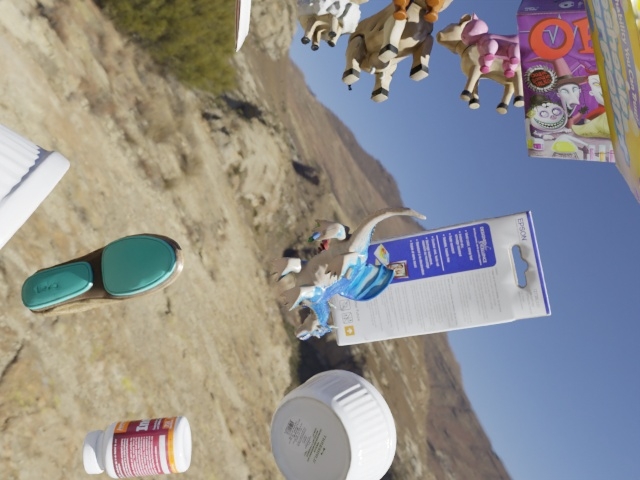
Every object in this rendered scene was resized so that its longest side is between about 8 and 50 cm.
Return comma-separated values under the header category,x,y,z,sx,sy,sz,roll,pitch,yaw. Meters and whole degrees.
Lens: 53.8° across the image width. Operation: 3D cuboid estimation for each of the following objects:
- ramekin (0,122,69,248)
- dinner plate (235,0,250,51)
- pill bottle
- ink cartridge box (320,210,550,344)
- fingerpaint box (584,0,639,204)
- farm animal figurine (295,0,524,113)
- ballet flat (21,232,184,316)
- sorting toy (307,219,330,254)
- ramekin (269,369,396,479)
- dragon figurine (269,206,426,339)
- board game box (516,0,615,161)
category,x,y,z,sx,sy,sz,roll,pitch,yaw
ramekin,-0.394,-0.018,0.640,0.127,0.273,0.273,43,7,-21
dinner plate,-0.106,-0.331,0.867,0.141,0.017,0.141,-179,-90,-80
pill bottle,-0.284,0.323,0.985,0.086,0.152,0.086,175,-90,-88
ink cartridge box,0.192,0.070,1.100,0.069,0.371,0.175,1,79,-68
fingerpaint box,0.348,-0.257,0.374,0.163,0.371,0.444,-77,146,-58
farm animal figurine,0.172,-0.343,1.029,0.330,0.327,0.172,33,60,-45
ballet flat,-0.363,0.070,1.120,0.124,0.343,0.116,29,46,-64
sorting toy,0.000,0.000,1.406,0.061,0.042,0.101,40,23,-47
ramekin,0.011,0.330,1.059,0.109,0.207,0.207,-3,61,-56
dragon figurine,0.036,0.033,0.823,0.144,0.289,0.085,10,46,-50
board game box,0.396,-0.168,0.675,0.347,0.056,0.208,8,-43,30
